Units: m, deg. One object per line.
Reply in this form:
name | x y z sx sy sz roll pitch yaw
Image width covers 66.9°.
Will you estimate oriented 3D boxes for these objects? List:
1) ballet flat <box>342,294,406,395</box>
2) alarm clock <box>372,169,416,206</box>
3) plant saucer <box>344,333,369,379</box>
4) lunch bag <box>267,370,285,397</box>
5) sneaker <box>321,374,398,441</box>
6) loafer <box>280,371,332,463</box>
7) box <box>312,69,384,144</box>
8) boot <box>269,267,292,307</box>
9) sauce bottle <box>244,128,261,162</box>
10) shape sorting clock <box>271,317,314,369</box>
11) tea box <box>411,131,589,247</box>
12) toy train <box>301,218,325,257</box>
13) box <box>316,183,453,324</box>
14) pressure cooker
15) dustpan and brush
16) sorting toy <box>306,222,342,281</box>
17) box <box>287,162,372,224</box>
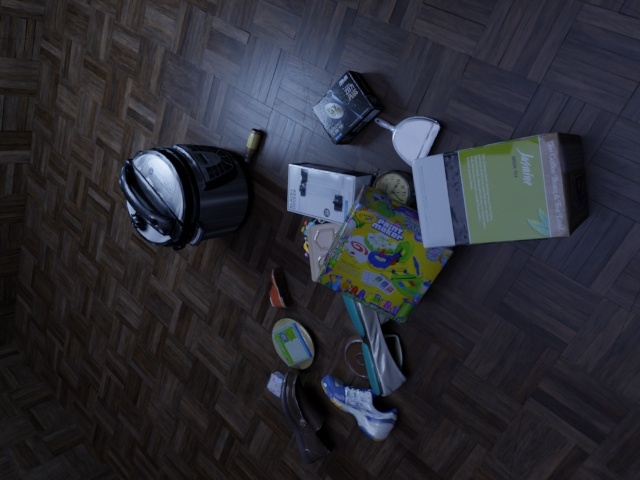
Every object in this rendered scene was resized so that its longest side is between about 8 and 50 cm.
ballet flat | 0.181 0.303 1.580 0.139 0.139 0.400 -16 93 37
alarm clock | 0.243 -0.147 1.473 0.192 0.064 0.129 14 107 36
plant saucer | 0.148 0.409 1.680 0.168 0.029 0.168 8 104 33
lunch bag | -0.169 0.574 1.925 0.071 0.053 0.083 27 105 26
sneaker | 0.140 0.549 1.685 0.296 0.112 0.131 36 101 23
loafer | -0.044 0.656 1.825 0.130 0.134 0.366 -16 101 14
box | 0.085 -0.413 1.522 0.180 0.077 0.147 -39 76 35
boot | -0.169 0.183 1.843 0.084 0.059 0.158 -11 94 41
sauce bottle | -0.255 -0.351 1.799 0.042 0.042 0.128 36 117 24
shape sorting clock | -0.103 0.394 1.847 0.206 0.040 0.206 10 109 32
tea box | 0.444 -0.121 1.171 0.323 0.329 0.220 -5 96 35
toy train | 0.000 0.000 1.693 0.125 0.046 0.166 -15 84 17
box | 0.185 0.040 1.415 0.290 0.177 0.279 28 117 -2
pressure cooker | -0.510 -0.161 1.787 0.370 0.420 0.375 3 101 36
dustpan and brush | 0.244 -0.321 1.449 0.211 0.060 0.147 31 115 19
sorting toy | 0.057 0.034 1.632 0.208 0.038 0.193 -8 86 23
box | 0.022 -0.154 1.593 0.290 0.087 0.169 19 113 38
